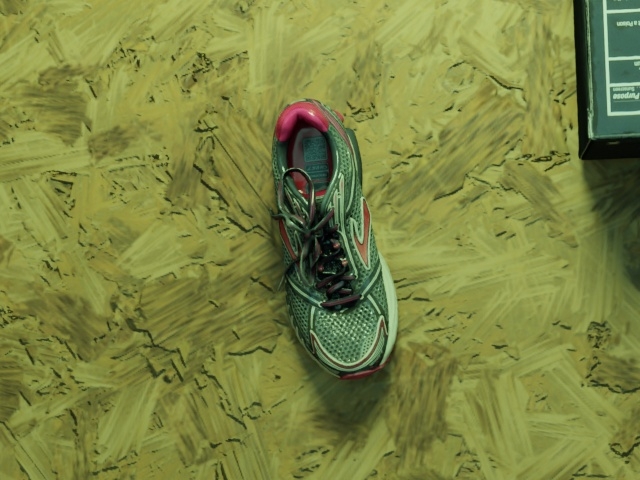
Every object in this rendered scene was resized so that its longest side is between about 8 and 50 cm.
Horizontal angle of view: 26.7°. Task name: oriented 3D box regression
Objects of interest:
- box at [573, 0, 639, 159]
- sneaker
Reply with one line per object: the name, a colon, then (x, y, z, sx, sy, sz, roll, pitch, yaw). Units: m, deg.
box: (0.399, -0.236, 1.328, 0.296, 0.183, 0.294, -2, 85, 7)
sneaker: (0.000, 0.000, 1.408, 0.121, 0.112, 0.299, -15, 84, 7)
